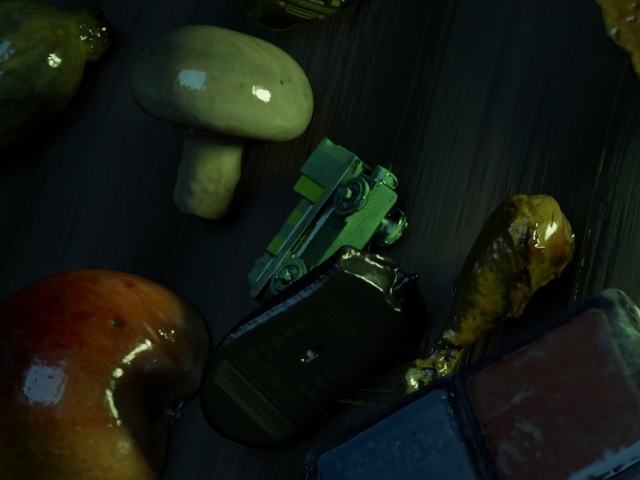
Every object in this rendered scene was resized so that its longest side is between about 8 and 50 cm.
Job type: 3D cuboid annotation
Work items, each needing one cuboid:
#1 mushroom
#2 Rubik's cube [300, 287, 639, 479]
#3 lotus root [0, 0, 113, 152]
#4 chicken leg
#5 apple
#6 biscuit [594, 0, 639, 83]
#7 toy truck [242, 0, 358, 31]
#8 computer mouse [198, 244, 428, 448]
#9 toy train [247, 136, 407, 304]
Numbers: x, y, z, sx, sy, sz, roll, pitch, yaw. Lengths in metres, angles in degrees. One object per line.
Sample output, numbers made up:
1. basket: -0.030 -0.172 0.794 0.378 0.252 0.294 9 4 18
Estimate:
1. mushroom: -0.124 -0.144 2.086 0.209 0.206 0.206 -48 48 9
2. Rubik's cube: 0.216 0.280 1.535 0.313 0.316 0.318 -31 50 16
3. lotus root: -0.398 -0.200 2.330 0.309 0.173 0.173 -33 50 5
4. chicken leg: 0.154 0.062 1.848 0.087 0.107 0.251 37 95 24
5. apple: -0.275 0.150 2.034 0.251 0.163 0.293 0 66 35
6. biscuit: 0.412 -0.257 1.889 0.269 0.051 0.376 -31 52 12
7. toy truck: -0.052 -0.332 2.196 0.165 0.147 0.224 -44 47 37
8. computer mouse: -0.008 0.097 1.912 0.264 0.147 0.088 -32 29 16
9. toy train: -0.001 0.000 2.000 0.200 0.083 0.132 -52 38 -3
